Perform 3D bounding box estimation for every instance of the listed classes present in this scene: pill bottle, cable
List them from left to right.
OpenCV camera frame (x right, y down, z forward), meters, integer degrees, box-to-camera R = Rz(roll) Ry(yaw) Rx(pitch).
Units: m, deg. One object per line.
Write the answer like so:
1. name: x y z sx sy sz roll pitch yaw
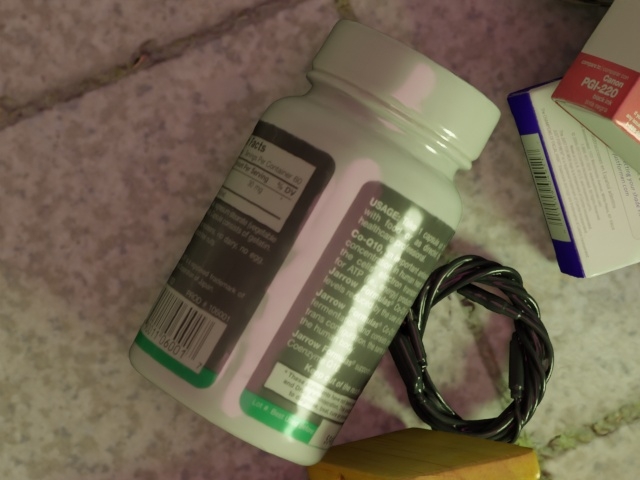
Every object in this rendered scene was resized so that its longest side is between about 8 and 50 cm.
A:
1. pill bottle: 0.000 0.000 1.422 0.204 0.204 0.361 31 90 -5
2. cable: 0.148 0.110 1.524 0.150 0.047 0.185 -26 92 -8

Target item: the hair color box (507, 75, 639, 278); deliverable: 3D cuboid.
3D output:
1. hair color box: 0.367 -0.103 1.497 0.338 0.110 0.185 -17 94 -2

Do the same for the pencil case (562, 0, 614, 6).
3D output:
1. pencil case: 0.290 -0.416 1.451 0.183 0.160 0.411 7 92 -6

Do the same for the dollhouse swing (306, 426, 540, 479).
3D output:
1. dollhouse swing: 0.033 0.378 1.411 0.304 0.315 0.347 -14 94 -24

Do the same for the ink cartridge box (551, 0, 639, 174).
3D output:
1. ink cartridge box: 0.327 -0.164 1.366 0.158 0.092 0.218 34 88 -33
